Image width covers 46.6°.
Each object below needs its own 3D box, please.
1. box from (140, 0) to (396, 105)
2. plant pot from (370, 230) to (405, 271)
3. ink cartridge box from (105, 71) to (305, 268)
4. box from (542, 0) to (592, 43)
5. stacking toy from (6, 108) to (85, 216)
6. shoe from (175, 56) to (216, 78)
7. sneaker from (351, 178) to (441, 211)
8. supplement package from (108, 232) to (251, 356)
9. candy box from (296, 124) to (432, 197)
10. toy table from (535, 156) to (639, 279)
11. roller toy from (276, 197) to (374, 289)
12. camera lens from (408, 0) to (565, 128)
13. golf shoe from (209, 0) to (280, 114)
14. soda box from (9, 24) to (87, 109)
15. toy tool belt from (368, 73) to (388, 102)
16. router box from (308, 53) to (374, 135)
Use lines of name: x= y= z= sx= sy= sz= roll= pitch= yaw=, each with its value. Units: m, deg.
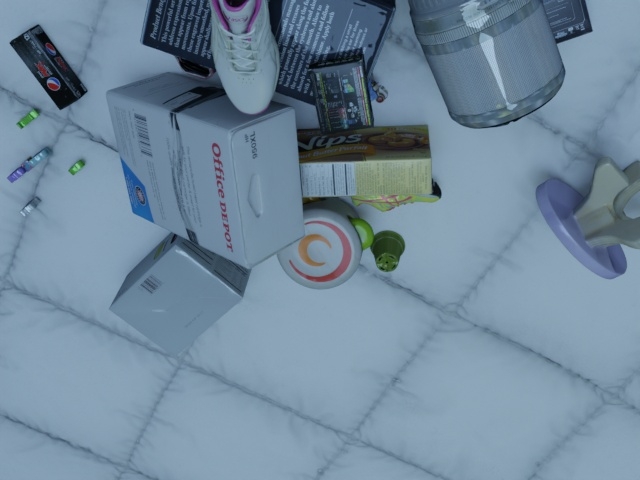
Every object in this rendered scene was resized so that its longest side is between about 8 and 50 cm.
box: x=-0.081 y=-0.424 z=1.347 sx=0.396 sy=0.293 sz=0.211 roll=19 pitch=120 yaw=-5
plant pot: x=0.154 y=0.032 z=1.714 sx=0.083 sy=0.079 sz=0.083 roll=3 pitch=121 yaw=5
ink cartridge box: x=-0.228 y=-0.151 z=1.482 sx=0.395 sy=0.166 sz=0.285 roll=23 pitch=130 yaw=39
box: x=0.381 y=-0.449 z=1.420 sx=0.231 sy=0.056 sz=0.183 roll=-18 pitch=116 yaw=16
stacking toy: x=-0.669 y=-0.172 z=1.698 sx=0.221 sy=0.052 sz=0.167 roll=-33 pitch=112 yaw=22
shoe: x=-0.281 y=-0.399 z=1.505 sx=0.178 sy=0.081 sz=0.063 roll=37 pitch=117 yaw=-15
sneaker: x=0.162 y=-0.104 z=1.641 sx=0.209 sy=0.081 sz=0.094 roll=9 pitch=128 yaw=9
supplement package: x=-0.331 y=0.110 z=1.773 sx=0.204 sy=0.145 sz=0.262 roll=41 pitch=116 yaw=-18
candy box: x=0.070 y=-0.166 z=1.546 sx=0.317 sy=0.183 sz=0.087 roll=-2 pitch=119 yaw=7
toy table: x=0.599 y=-0.049 z=1.538 sx=0.274 sy=0.252 sz=0.161 roll=32 pitch=135 yaw=-26
roller toy: x=0.000 y=0.000 z=1.673 sx=0.209 sy=0.146 sz=0.191 roll=24 pitch=111 yaw=-1
camera lens: x=0.296 y=-0.355 z=1.323 sx=0.220 sy=0.219 sz=0.274 roll=-21 pitch=116 yaw=17
golf shoe: x=-0.128 y=-0.330 z=1.157 sx=0.115 sy=0.140 sz=0.306 roll=-1 pitch=121 yaw=5
soda box: x=-0.574 y=-0.366 z=1.573 sx=0.060 sy=0.053 sz=0.168 roll=-24 pitch=115 yaw=19
toy tool belt: x=0.102 y=-0.311 z=1.533 sx=0.052 sy=0.051 sz=0.083 roll=-35 pitch=112 yaw=23
router box: x=0.036 y=-0.244 z=1.248 sx=0.092 sy=0.038 sz=0.122 roll=-7 pitch=120 yaw=10
